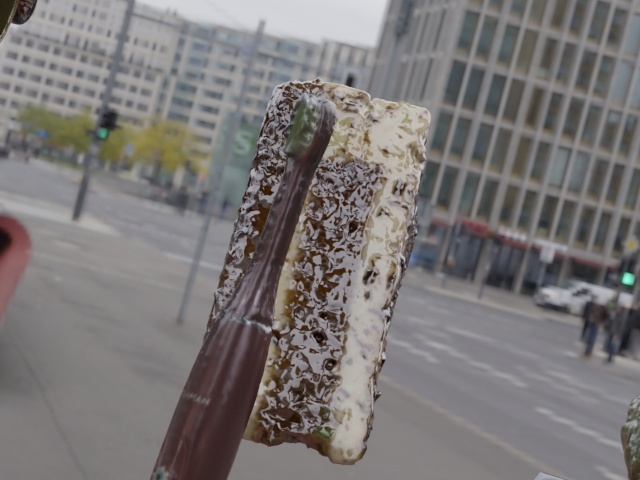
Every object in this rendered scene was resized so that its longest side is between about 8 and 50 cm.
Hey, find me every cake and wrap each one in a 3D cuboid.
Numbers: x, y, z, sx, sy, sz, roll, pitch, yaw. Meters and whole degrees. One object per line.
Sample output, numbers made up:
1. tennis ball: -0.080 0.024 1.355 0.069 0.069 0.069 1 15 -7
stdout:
1. cake: -0.001 0.001 0.740 0.112 0.135 0.246 12 31 5

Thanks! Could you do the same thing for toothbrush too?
1. toothbrush: -0.058 0.096 0.634 0.041 0.364 0.041 20 -3 1

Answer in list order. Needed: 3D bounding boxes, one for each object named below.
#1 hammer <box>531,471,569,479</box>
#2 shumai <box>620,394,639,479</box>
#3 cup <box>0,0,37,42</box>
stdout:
1. hammer: 0.309 0.245 1.044 0.290 0.137 0.037 11 -9 30
2. shumai: 0.297 0.133 0.793 0.184 0.142 0.184 20 36 -16
3. cup: -0.319 -0.232 0.945 0.177 0.166 0.239 16 28 7
